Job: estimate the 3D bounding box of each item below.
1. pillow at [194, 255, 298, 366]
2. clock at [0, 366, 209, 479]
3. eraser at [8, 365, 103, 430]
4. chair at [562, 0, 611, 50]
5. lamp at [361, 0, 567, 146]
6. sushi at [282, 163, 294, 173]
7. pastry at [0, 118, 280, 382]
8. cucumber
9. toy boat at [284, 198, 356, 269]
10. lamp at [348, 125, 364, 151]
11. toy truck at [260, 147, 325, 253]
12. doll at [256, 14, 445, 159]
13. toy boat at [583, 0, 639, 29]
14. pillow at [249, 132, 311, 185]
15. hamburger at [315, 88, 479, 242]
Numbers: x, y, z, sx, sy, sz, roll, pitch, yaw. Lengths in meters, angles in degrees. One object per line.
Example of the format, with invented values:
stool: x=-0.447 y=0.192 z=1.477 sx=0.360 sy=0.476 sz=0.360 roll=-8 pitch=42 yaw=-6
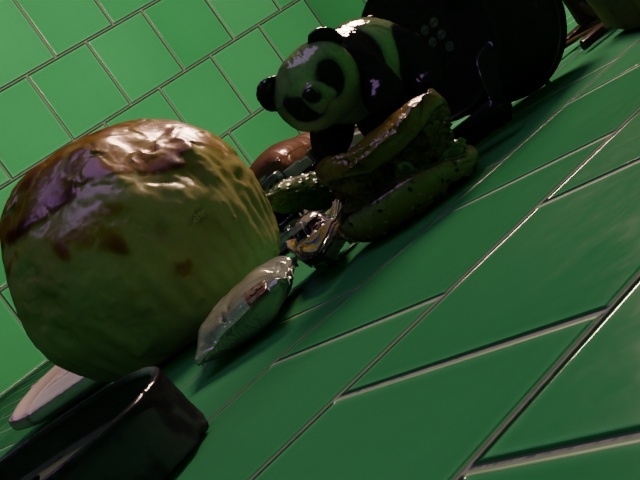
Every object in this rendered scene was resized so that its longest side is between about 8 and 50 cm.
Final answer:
pillow: x=-0.078 y=0.072 z=1.333 sx=0.128 sy=0.051 sz=0.229 roll=-43 pitch=4 yaw=4
clock: x=-0.237 y=0.218 z=0.980 sx=0.325 sy=0.067 sz=0.325 roll=-35 pitch=6 yaw=4
eraser: x=-0.376 y=0.206 z=1.966 sx=0.204 sy=0.059 sz=0.243 roll=-35 pitch=9 yaw=12
chair: x=0.420 y=-0.404 z=1.817 sx=0.319 sy=0.160 sz=0.186 roll=-40 pitch=8 yaw=-21
lamp: x=0.198 y=-0.259 z=1.610 sx=0.272 sy=0.374 sz=0.205 roll=3 pitch=-32 yaw=-42
sushi: x=-0.020 y=-0.100 z=2.223 sx=0.097 sy=0.103 sz=0.226 roll=-52 pitch=1 yaw=7
pastry: x=-0.252 y=0.000 z=1.661 sx=0.388 sy=0.312 sz=0.388 roll=-35 pitch=9 yaw=7
cucumber: x=-0.007 y=-0.072 z=1.819 sx=0.227 sy=0.069 sz=0.069 roll=-13 pitch=-13 yaw=-48
toy boat: x=0.000 y=0.000 z=1.398 sx=0.084 sy=0.066 sz=0.210 roll=-37 pitch=6 yaw=4
lamp: x=0.095 y=-0.141 z=1.792 sx=0.179 sy=0.108 sz=0.246 roll=-18 pitch=15 yaw=25
toy truck: x=-0.039 y=-0.060 z=1.970 sx=0.257 sy=0.108 sz=0.140 roll=-40 pitch=-7 yaw=-18
doll: x=0.036 y=-0.181 z=1.417 sx=0.143 sy=0.135 sz=0.234 roll=-39 pitch=-4 yaw=42
toy boat: x=0.413 y=-0.331 z=1.556 sx=0.115 sy=0.089 sz=0.310 roll=-36 pitch=6 yaw=3
pillow: x=-0.092 y=-0.105 z=2.457 sx=0.308 sy=0.108 sz=0.305 roll=-46 pitch=-8 yaw=35
hamburger: x=0.092 y=-0.080 z=1.349 sx=0.185 sy=0.113 sz=0.177 roll=-29 pitch=-7 yaw=-43
